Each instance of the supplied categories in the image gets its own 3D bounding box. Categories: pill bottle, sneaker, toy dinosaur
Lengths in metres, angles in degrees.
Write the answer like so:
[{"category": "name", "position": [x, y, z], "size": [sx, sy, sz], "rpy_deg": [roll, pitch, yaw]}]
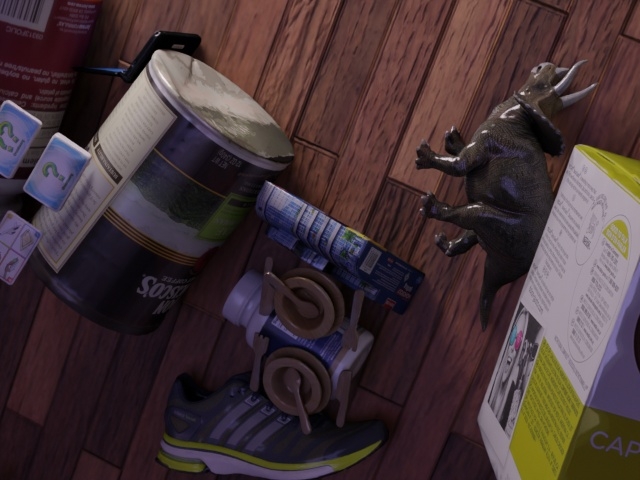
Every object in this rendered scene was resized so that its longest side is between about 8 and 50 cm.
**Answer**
[{"category": "pill bottle", "position": [-0.029, 0.107, 1.482], "size": [0.169, 0.094, 0.094], "rpy_deg": [33, 106, 13]}, {"category": "sneaker", "position": [-0.064, 0.220, 1.506], "size": [0.300, 0.111, 0.121], "rpy_deg": [-1, 94, 17]}, {"category": "pill bottle", "position": [-0.412, -0.191, 1.505], "size": [0.224, 0.224, 0.392], "rpy_deg": [25, 105, 14]}, {"category": "toy dinosaur", "position": [0.198, -0.046, 1.372], "size": [0.160, 0.121, 0.313], "rpy_deg": [7, 96, 32]}]

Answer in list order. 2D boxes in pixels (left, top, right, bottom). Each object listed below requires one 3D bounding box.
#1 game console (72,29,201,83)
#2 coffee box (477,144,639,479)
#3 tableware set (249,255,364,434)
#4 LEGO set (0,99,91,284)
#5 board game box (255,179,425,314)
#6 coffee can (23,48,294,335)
[{"category": "game console", "position": [-0.217, -0.223, 1.486], "size": [0.071, 0.122, 0.107], "rpy_deg": [42, 108, 9]}, {"category": "coffee box", "position": [0.375, 0.132, 1.175], "size": [0.337, 0.338, 0.334], "rpy_deg": [16, 103, -3]}, {"category": "tableware set", "position": [-0.026, 0.121, 1.402], "size": [0.128, 0.039, 0.194], "rpy_deg": [20, 121, 20]}, {"category": "LEGO set", "position": [-0.396, -0.043, 1.393], "size": [0.182, 0.060, 0.244], "rpy_deg": [35, 104, 1]}, {"category": "board game box", "position": [0.000, 0.000, 1.427], "size": [0.194, 0.194, 0.060], "rpy_deg": [30, 90, 27]}, {"category": "coffee can", "position": [-0.192, -0.056, 1.459], "size": [0.201, 0.201, 0.275], "rpy_deg": [43, 108, 9]}]
